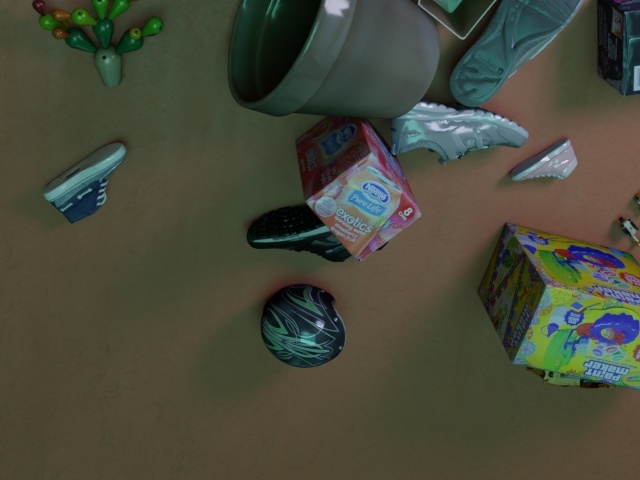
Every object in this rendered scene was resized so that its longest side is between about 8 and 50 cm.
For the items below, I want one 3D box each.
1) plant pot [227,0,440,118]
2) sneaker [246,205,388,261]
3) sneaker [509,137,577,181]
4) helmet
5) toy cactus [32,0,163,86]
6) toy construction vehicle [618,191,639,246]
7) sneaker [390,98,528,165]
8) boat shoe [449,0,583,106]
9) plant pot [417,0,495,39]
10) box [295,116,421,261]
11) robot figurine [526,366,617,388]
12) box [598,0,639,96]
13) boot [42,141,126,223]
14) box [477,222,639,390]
[{"bbox_3d":[0.038,-0.335,1.543,0.280,0.323,0.323,17,114,-30],"label":"plant pot"},{"bbox_3d":[0.000,0.000,1.792,0.283,0.107,0.124,-11,122,0],"label":"sneaker"},{"bbox_3d":[0.444,-0.137,1.790,0.134,0.051,0.070,-31,109,5],"label":"sneaker"},{"bbox_3d":[-0.036,0.177,1.837,0.169,0.162,0.170,-2,116,-4],"label":"helmet"},{"bbox_3d":[-0.382,-0.358,1.599,0.218,0.112,0.181,-4,135,-6],"label":"toy cactus"},{"bbox_3d":[0.656,-0.044,1.868,0.086,0.035,0.098,-46,114,4],"label":"toy construction vehicle"},{"bbox_3d":[0.251,-0.196,1.700,0.281,0.105,0.115,6,105,-16],"label":"sneaker"},{"bbox_3d":[0.356,-0.377,1.652,0.118,0.103,0.320,39,102,0],"label":"boat shoe"},{"bbox_3d":[0.236,-0.438,1.602,0.109,0.096,0.109,33,109,-19],"label":"plant pot"},{"bbox_3d":[0.061,-0.115,1.629,0.142,0.300,0.154,-36,113,12],"label":"box"},{"bbox_3d":[0.596,0.264,1.924,0.290,0.211,0.085,0,93,-3],"label":"robot figurine"},{"bbox_3d":[0.643,-0.370,1.648,0.247,0.142,0.164,-9,117,0],"label":"box"},{"bbox_3d":[-0.426,-0.109,1.725,0.190,0.069,0.086,-28,122,17],"label":"boot"},{"bbox_3d":[0.502,0.128,1.797,0.289,0.279,0.177,13,114,-12],"label":"box"}]
